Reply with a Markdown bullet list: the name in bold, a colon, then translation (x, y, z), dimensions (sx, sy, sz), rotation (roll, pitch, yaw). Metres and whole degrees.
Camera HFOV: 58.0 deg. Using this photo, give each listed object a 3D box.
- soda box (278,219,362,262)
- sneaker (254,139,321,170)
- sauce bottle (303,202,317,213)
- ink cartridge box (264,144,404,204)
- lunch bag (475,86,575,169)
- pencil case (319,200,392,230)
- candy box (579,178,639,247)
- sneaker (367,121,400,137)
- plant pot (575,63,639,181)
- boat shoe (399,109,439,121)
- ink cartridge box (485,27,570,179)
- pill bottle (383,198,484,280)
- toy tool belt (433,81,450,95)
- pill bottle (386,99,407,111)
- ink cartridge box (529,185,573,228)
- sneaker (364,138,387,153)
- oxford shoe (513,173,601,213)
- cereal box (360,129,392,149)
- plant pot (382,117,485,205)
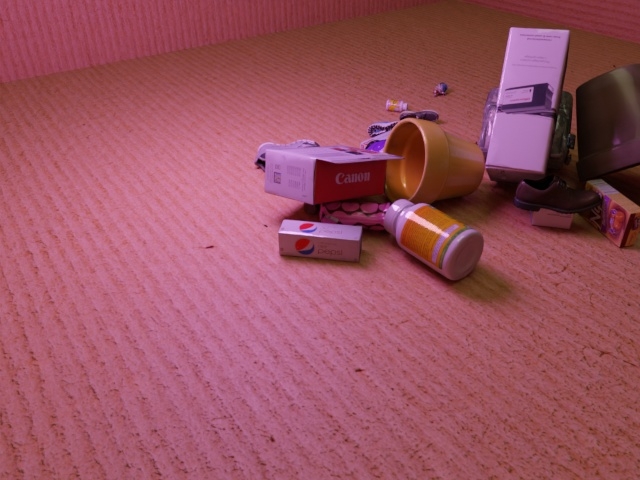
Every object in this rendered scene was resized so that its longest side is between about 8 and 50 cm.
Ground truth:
- **soda box**: translation (0.000, 0.000, 1.519), dimensions (0.215, 0.074, 0.069), rotation (5, 35, 8)
- **sneaker**: translation (-0.114, -0.267, 1.921), dimensions (0.228, 0.086, 0.132), rotation (-1, 38, 18)
- **sauce bottle**: translation (-0.027, -0.122, 1.730), dimensions (0.042, 0.042, 0.128), rotation (1, 27, 3)
- **ink cartridge box**: translation (0.043, -0.188, 1.642), dimensions (0.271, 0.130, 0.309), rotation (18, 21, 42)
- **lunch bag**: translation (0.686, -0.358, 1.930), dimensions (0.304, 0.213, 0.256), rotation (10, 54, 19)
- **pencil case**: translation (0.101, -0.066, 1.603), dimensions (0.209, 0.095, 0.098), rotation (1, -1, 6)
- **candy box**: translation (0.796, -0.077, 1.587), dimensions (0.053, 0.109, 0.187), rotation (-8, 34, -10)
- **sneaker**: translation (0.257, -0.424, 2.150), dimensions (0.161, 0.064, 0.073), rotation (2, 31, 4)
- **plant pot**: translation (0.902, -0.356, 1.725), dimensions (0.322, 0.281, 0.323), rotation (-16, -5, -1)
- **boat shoe**: translation (0.380, -0.471, 2.230), dimensions (0.152, 0.056, 0.049), rotation (1, 38, 20)
- **ink cartridge box**: translation (0.608, -0.374, 1.691), dimensions (0.166, 0.395, 0.285), rotation (11, 1, 21)
- **pill bottle**: translation (0.281, -0.013, 1.477), dimensions (0.136, 0.137, 0.245), rotation (-24, 40, -30)
- **toy tool belt**: translation (0.525, -0.652, 2.490), dimensions (0.051, 0.052, 0.083), rotation (10, 35, 30)
- **pill bottle**: translation (0.311, -0.547, 2.345), dimensions (0.083, 0.044, 0.043), rotation (10, 35, 15)
- **ink cartridge box**: translation (0.663, -0.102, 1.665), dimensions (0.109, 0.063, 0.151), rotation (7, 36, 12)
- **sneaker**: translation (0.221, -0.294, 1.864), dimensions (0.293, 0.102, 0.146), rotation (-29, 34, -3)
- **oxford shoe**: translation (0.650, -0.129, 1.567), dimensions (0.227, 0.096, 0.083), rotation (3, 34, 3)
- **cereal box**: translation (0.278, -0.307, 1.989), dimensions (0.173, 0.048, 0.240), rotation (-26, 41, -33)
- **plant pot**: translation (0.341, -0.221, 1.713), dimensions (0.238, 0.254, 0.254), rotation (3, 31, -25)
